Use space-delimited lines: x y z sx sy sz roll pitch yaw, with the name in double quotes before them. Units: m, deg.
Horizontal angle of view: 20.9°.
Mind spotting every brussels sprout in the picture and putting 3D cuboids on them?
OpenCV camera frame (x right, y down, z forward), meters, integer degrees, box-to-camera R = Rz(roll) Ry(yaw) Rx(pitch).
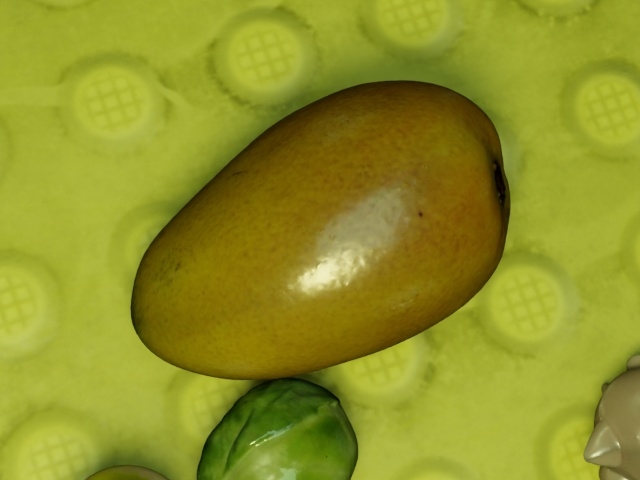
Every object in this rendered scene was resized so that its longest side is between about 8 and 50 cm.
"brussels sprout" -0.042 0.210 1.561 0.131 0.145 0.183 34 73 7

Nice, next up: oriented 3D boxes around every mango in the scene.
"mango" 0.000 0.000 1.575 0.378 0.264 0.221 -27 119 1

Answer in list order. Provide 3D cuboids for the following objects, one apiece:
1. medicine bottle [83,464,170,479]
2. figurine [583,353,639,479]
"medicine bottle" -0.167 0.254 1.497 0.121 0.212 0.122 2 75 -7
"figurine" 0.315 0.182 1.638 0.125 0.125 0.138 26 59 0
